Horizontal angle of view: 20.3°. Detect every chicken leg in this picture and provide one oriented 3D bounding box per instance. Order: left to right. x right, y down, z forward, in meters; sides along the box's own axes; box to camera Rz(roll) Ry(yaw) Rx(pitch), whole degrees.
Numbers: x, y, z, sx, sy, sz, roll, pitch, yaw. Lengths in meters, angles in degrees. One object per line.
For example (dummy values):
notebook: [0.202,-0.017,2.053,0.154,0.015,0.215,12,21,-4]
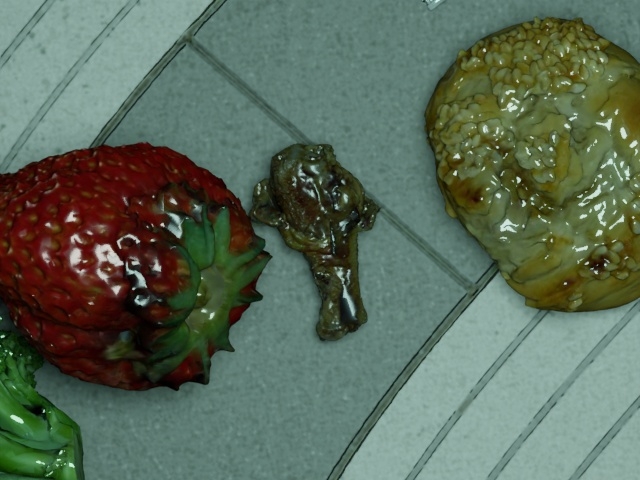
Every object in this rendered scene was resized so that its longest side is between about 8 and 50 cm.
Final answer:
chicken leg: [0.007,-0.004,1.811,0.125,0.080,0.196,-32,93,8]

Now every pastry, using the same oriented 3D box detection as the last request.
pastry: [0.246,-0.078,1.767,0.255,0.162,0.311,-43,87,-5]

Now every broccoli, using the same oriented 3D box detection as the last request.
broccoli: [-0.345,0.203,1.708,0.245,0.265,0.294,3,60,-9]

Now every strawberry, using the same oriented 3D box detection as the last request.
strawberry: [-0.213,0.009,1.735,0.288,0.250,0.238,19,50,30]

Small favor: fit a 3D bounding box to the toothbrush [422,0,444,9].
toothbrush: [0.221,-0.334,1.857,0.288,0.021,0.024,-37,95,-3]
